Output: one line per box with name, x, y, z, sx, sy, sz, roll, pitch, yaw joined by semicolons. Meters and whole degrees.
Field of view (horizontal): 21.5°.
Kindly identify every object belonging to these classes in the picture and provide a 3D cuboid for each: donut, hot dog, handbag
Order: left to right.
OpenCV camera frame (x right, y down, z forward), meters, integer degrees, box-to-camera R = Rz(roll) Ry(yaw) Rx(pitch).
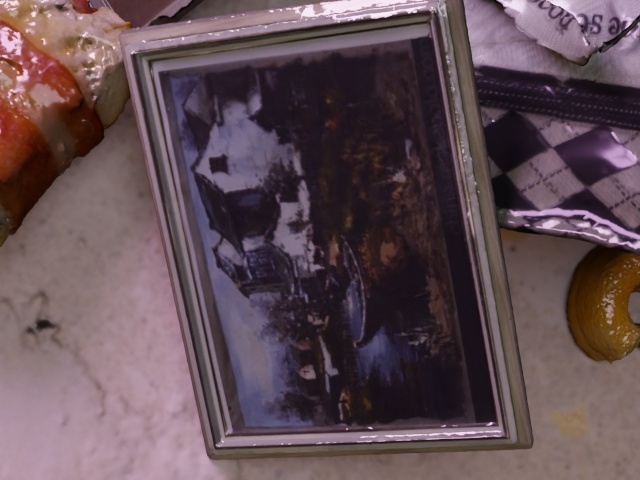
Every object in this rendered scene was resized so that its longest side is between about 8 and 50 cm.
hot dog;-0.213;-0.081;1.094;0.146;0.103;0.213;42;66;11
handbag;0.158;-0.213;1.040;0.317;0.180;0.416;11;104;32
donut;0.229;0.042;1.181;0.108;0.043;0.097;-1;84;-14

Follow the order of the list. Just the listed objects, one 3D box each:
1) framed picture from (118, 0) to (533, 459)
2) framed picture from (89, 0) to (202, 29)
framed picture;0.000;0.000;1.052;0.232;0.019;0.296;-6;103;23
framed picture;-0.085;-0.280;1.079;0.289;0.020;0.211;-34;89;32
